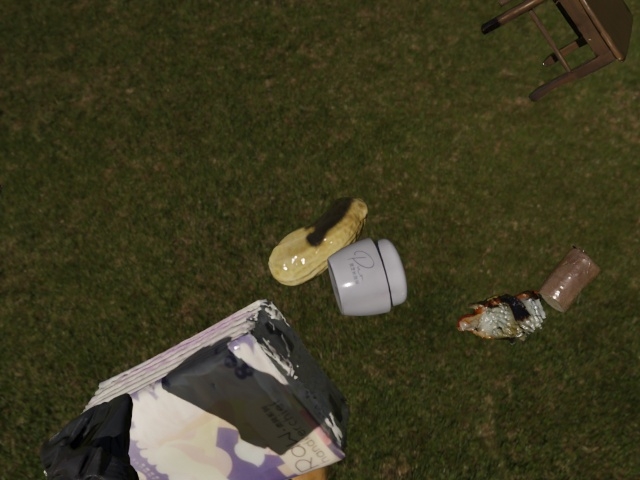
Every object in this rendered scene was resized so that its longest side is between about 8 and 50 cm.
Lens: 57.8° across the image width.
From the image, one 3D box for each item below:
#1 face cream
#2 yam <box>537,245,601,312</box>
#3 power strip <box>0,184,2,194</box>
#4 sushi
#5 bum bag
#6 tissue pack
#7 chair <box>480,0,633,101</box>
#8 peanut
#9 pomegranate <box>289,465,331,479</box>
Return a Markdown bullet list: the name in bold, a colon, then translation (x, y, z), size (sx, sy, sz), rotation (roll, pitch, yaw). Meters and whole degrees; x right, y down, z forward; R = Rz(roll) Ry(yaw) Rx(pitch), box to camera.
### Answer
- **face cream**: translation (0.071, 0.056, 0.877), size (0.104, 0.117, 0.117), rotation (-15, 52, -6)
- **yam**: translation (0.535, 0.086, 1.248), size (0.084, 0.084, 0.127), rotation (40, 92, 30)
- **power strip**: translation (-0.376, -0.061, 0.507), size (0.252, 0.027, 0.060), rotation (15, 11, 28)
- **sushi**: translation (0.386, 0.166, 1.206), size (0.225, 0.097, 0.103), rotation (-9, 10, -22)
- **bum bag**: translation (-0.212, 0.248, 0.518), size (0.123, 0.060, 0.248), rotation (-43, 44, 10)
- **tissue pack**: translation (-0.152, 0.263, 0.860), size (0.343, 0.242, 0.125), rotation (-28, 17, 20)
- **chair**: translation (0.429, -0.379, 0.878), size (0.186, 0.319, 0.160), rotation (47, 49, -15)
- **peanut**: translation (0.000, 0.000, 1.504), size (0.305, 0.147, 0.147), rotation (-37, 54, 7)
- **pomegranate**: translation (-0.128, 0.549, 1.479), size (0.337, 0.338, 0.338), rotation (-3, 52, 4)
